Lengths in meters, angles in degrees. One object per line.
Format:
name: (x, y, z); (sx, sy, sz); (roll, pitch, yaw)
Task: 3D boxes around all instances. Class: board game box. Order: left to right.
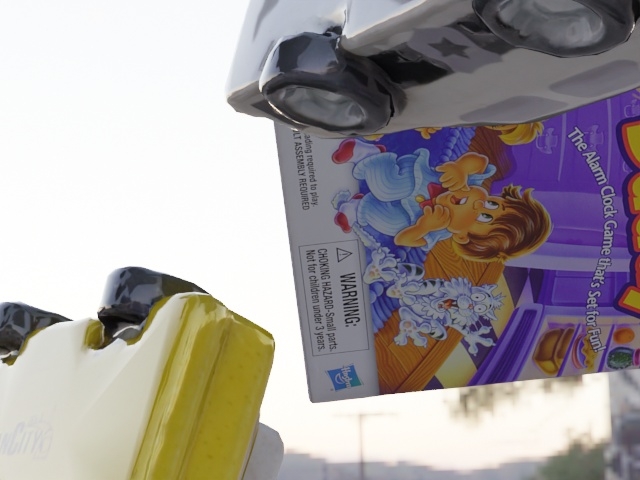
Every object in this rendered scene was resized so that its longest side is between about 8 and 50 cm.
board game box: (0.092, -0.099, 0.682); (0.233, 0.078, 0.347); (-6, -53, 1)

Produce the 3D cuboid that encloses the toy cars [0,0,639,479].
toy cars: (0.000, 0.000, 0.467); (0.087, 0.176, 0.394); (24, -60, -26)
